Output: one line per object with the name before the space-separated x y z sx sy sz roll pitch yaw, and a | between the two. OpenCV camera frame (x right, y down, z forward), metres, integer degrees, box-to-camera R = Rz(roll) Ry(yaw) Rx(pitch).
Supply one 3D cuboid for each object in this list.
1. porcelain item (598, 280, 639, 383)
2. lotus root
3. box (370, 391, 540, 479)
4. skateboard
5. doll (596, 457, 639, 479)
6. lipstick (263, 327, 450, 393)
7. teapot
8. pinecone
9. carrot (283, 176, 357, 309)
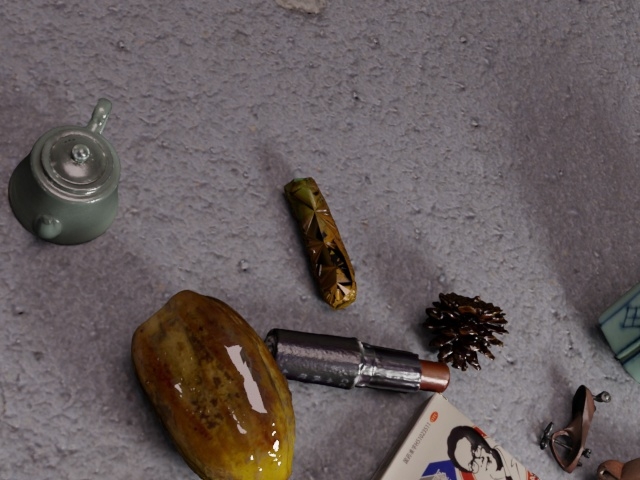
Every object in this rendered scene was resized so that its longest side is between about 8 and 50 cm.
porcelain item | 0.642 0.118 1.752 0.281 0.286 0.157 -17 68 -32
lotus root | -0.135 0.217 1.429 0.193 0.193 0.291 -25 75 -32
box | 0.160 0.416 1.500 0.214 0.069 0.353 40 50 0
skateboard | 0.412 0.304 1.691 0.080 0.067 0.151 26 61 0
doll | 0.589 0.443 1.673 0.303 0.156 0.201 14 17 -38
lipstick | 0.057 0.189 1.573 0.299 0.081 0.081 10 62 -18
teapot | -0.355 -0.105 1.494 0.162 0.149 0.239 26 58 -9
pinecone | 0.227 0.145 1.648 0.140 0.140 0.121 7 95 -21
carrot | 0.000 0.000 1.654 0.069 0.069 0.229 -10 68 -28
